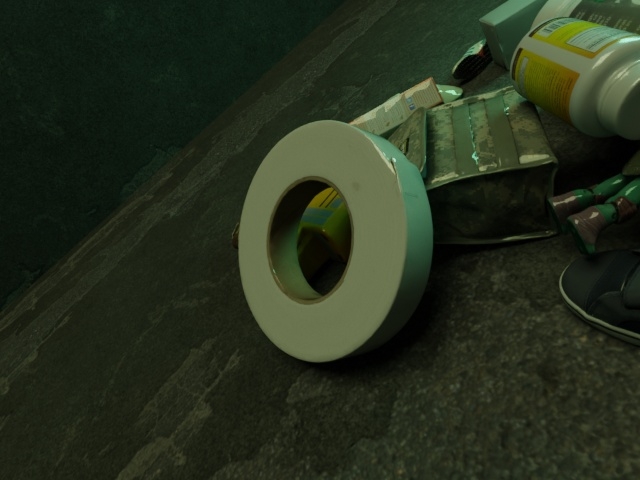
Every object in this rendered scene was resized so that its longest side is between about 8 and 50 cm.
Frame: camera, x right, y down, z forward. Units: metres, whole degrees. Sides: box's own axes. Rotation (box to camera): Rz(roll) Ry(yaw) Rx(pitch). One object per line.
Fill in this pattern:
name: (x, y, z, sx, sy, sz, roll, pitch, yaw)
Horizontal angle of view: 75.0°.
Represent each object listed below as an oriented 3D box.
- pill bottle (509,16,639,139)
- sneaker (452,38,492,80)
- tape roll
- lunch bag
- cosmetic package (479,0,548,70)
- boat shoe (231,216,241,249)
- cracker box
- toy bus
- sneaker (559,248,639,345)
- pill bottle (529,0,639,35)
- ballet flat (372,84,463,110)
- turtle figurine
pill bottle: (0.349, -0.210, 0.539, 0.117, 0.117, 0.215, -30, 35, 13)
sneaker: (0.407, -0.482, 1.122, 0.161, 0.057, 0.075, -44, 16, -6)
tape roll: (0.000, 0.000, 0.689, 0.392, 0.072, 0.391, -5, 83, 45)
lunch bag: (0.218, -0.118, 0.706, 0.287, 0.168, 0.235, -9, 41, 22)
cosmetic package: (0.522, -0.533, 0.994, 0.238, 0.127, 0.107, -26, 35, 16)
boat shoe: (-0.168, -0.081, 1.147, 0.095, 0.095, 0.257, -10, 42, 46)
cracker box: (0.179, -0.277, 0.990, 0.232, 0.067, 0.156, -25, -8, 21)
toy bus: (0.052, -0.063, 0.889, 0.130, 0.108, 0.332, 14, 58, 50)
sneaker: (0.390, 0.048, 0.399, 0.126, 0.127, 0.321, -50, 32, -15)
pill bottle: (0.494, -0.291, 0.641, 0.204, 0.204, 0.361, -31, 33, 11)
ballet flat: (0.241, -0.360, 1.096, 0.249, 0.086, 0.086, -20, 37, 27)
turtle figurine: (0.406, -0.067, 0.487, 0.234, 0.118, 0.175, -25, -1, 20)
